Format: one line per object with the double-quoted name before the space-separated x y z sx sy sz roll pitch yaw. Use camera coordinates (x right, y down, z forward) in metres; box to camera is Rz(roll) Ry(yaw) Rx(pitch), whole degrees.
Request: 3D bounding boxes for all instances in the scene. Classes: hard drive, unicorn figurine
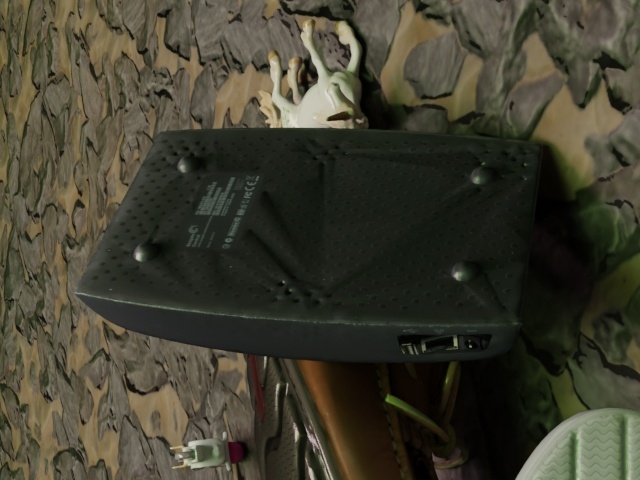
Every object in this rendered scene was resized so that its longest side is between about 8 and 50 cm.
"hard drive" 0.000 0.000 0.672 0.172 0.254 0.054 -72 -20 -45
"unicorn figurine" 0.001 -0.111 0.856 0.162 0.060 0.111 127 133 -66

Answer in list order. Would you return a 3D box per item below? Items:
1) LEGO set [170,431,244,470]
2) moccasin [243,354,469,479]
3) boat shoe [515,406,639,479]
"LEGO set" -0.060 0.307 0.949 0.132 0.107 0.287 63 -162 -85
"moccasin" 0.027 0.095 0.723 0.380 0.147 0.139 -110 22 -48
"boat shoe" 0.136 0.254 0.580 0.121 0.119 0.335 6 84 13
